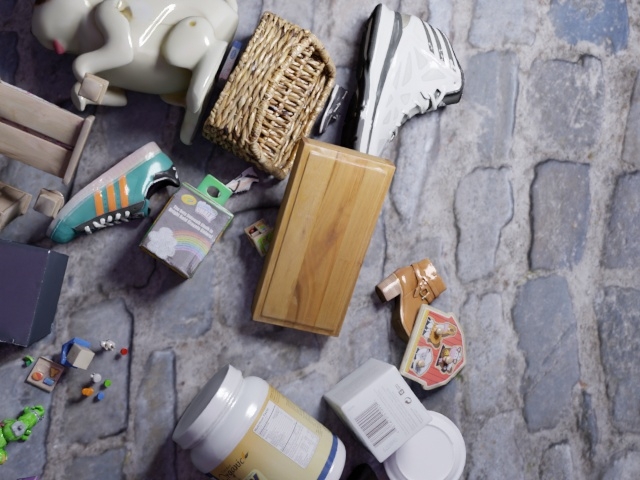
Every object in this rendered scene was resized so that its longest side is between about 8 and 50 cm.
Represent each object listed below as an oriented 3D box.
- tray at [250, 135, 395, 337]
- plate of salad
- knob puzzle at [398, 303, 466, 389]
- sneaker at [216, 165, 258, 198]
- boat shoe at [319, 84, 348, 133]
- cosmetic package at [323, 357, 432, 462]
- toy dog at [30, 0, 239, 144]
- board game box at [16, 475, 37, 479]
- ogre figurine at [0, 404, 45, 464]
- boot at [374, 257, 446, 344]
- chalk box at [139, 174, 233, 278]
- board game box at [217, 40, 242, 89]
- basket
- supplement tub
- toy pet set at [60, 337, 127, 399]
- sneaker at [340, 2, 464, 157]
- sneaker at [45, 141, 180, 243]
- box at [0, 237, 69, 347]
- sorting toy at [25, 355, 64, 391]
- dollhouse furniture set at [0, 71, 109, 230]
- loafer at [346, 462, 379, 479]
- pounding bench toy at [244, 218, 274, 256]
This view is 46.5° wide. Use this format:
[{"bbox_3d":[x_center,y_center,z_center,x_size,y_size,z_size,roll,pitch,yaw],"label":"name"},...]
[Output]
[{"bbox_3d":[0.000,0.000,1.625,0.203,0.076,0.410,13,108,-13],"label":"tray"},{"bbox_3d":[0.242,0.501,1.754,0.200,0.048,0.199,1,81,-5],"label":"plate of salad"},{"bbox_3d":[0.283,0.260,1.744,0.213,0.030,0.213,-4,96,-36],"label":"knob puzzle"},{"bbox_3d":[-0.186,-0.121,1.680,0.109,0.040,0.043,-38,99,-11],"label":"sneaker"},{"bbox_3d":[0.030,-0.302,1.736,0.038,0.046,0.125,22,75,-7],"label":"boat shoe"},{"bbox_3d":[0.123,0.372,1.660,0.151,0.184,0.151,-37,96,-11],"label":"cosmetic package"},{"bbox_3d":[-0.393,-0.442,1.524,0.408,0.284,0.395,21,83,-10],"label":"toy dog"},{"bbox_3d":[-0.577,0.596,1.405,0.056,0.347,0.208,-2,88,-11],"label":"board game box"},{"bbox_3d":[-0.664,0.402,1.509,0.197,0.118,0.096,-7,90,-13],"label":"ogre figurine"},{"bbox_3d":[0.235,0.151,1.754,0.152,0.073,0.197,-28,97,-17],"label":"boot"},{"bbox_3d":[-0.278,-0.038,1.610,0.132,0.132,0.213,35,80,-9],"label":"chalk box"},{"bbox_3d":[-0.203,-0.390,1.659,0.020,0.090,0.090,23,82,-9],"label":"board game box"},{"bbox_3d":[-0.093,-0.313,1.619,0.223,0.213,0.299,29,82,-10],"label":"basket"},{"bbox_3d":[-0.130,0.432,1.576,0.316,0.228,0.228,39,80,-9],"label":"supplement tub"},{"bbox_3d":[-0.497,0.261,1.595,0.114,0.065,0.122,33,83,-45],"label":"toy pet set"},{"bbox_3d":[0.201,-0.304,1.711,0.258,0.169,0.447,13,83,-11],"label":"sneaker"},{"bbox_3d":[-0.434,-0.077,1.585,0.302,0.108,0.121,-41,93,-13],"label":"sneaker"},{"bbox_3d":[-0.666,0.074,1.406,0.313,0.343,0.178,14,84,-13],"label":"box"},{"bbox_3d":[-0.597,0.279,1.583,0.083,0.012,0.062,29,82,-11],"label":"sorting toy"},{"bbox_3d":[-0.612,-0.217,1.461,0.303,0.174,0.355,24,103,-12],"label":"dollhouse furniture set"},{"bbox_3d":[0.064,0.616,1.690,0.078,0.080,0.220,41,80,-8],"label":"loafer"},{"bbox_3d":[-0.127,0.004,1.681,0.052,0.065,0.083,-31,125,-13],"label":"pounding bench toy"}]
